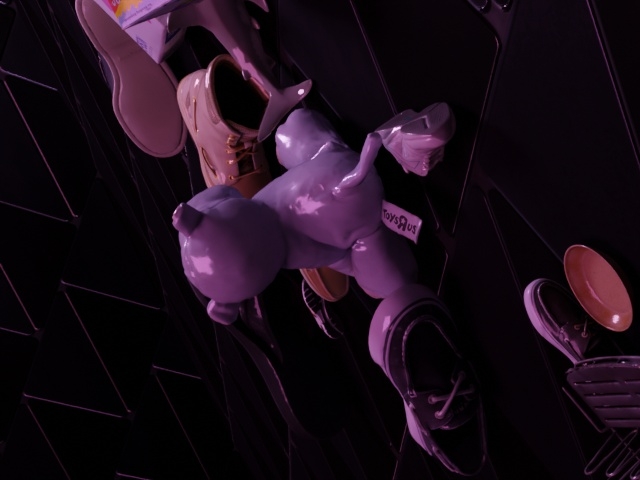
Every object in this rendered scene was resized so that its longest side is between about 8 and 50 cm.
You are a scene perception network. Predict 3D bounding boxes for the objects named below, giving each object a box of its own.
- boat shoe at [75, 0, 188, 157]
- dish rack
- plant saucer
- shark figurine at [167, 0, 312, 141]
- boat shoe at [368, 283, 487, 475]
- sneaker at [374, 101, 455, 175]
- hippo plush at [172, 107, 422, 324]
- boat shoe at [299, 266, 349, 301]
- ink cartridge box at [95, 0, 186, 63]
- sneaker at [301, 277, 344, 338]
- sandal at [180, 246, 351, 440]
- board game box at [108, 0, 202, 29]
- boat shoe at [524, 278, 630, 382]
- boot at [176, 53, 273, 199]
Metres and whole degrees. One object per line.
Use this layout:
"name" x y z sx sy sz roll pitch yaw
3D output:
"boat shoe" -0.310 -0.301 1.787 0.113 0.127 0.340 -93 -19 -52
"dish rack" 0.300 0.207 0.840 0.271 0.074 0.208 49 161 -3
"plant saucer" 0.240 0.038 0.899 0.083 0.015 0.083 53 161 27
"shark figurine" -0.124 -0.260 1.309 0.278 0.116 0.166 66 164 -12
"boat shoe" 0.141 0.176 1.256 0.102 0.108 0.301 43 159 45
"sneaker" 0.103 -0.096 1.031 0.061 0.053 0.152 58 171 -10
"hippo plush" -0.033 0.008 1.201 0.234 0.236 0.294 62 173 -21
"boat shoe" 0.000 0.000 1.457 0.072 0.068 0.190 3 121 57
"ink cartridge box" -0.321 -0.402 1.482 0.330 0.071 0.324 43 175 -7
"sneaker" -0.003 0.105 1.668 0.109 0.040 0.043 65 165 -12
"sandal" -0.066 0.127 1.754 0.107 0.167 0.446 -19 109 47
"board game box" -0.191 -0.393 1.141 0.142 0.144 0.275 -19 101 40
"boat shoe" 0.239 0.089 0.943 0.142 0.049 0.040 52 156 6
"boot" -0.109 -0.132 1.507 0.262 0.095 0.203 67 161 -7
